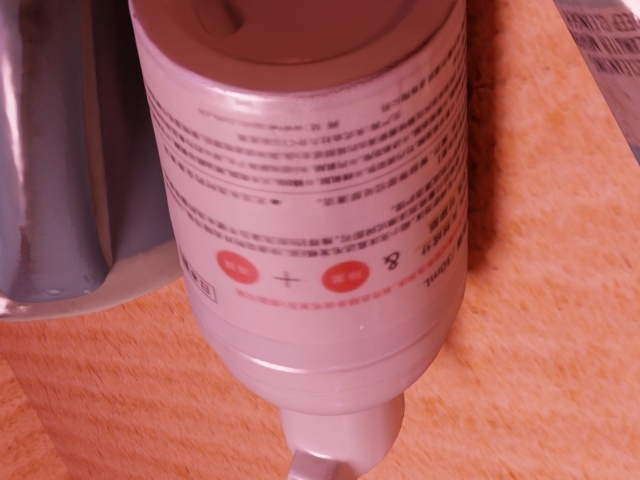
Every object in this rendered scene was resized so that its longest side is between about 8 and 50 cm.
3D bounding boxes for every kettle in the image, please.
[{"bbox_3d":[-0.144,-0.138,0.924,0.319,0.247,0.342,-107,14,-46],"label":"kettle"}]

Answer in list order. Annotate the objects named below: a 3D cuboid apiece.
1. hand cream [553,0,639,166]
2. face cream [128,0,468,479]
[{"bbox_3d":[0.133,-0.042,0.649,0.111,0.070,0.312,13,135,62],"label":"hand cream"},{"bbox_3d":[0.000,0.000,0.931,0.145,0.145,0.369,48,158,31],"label":"face cream"}]
